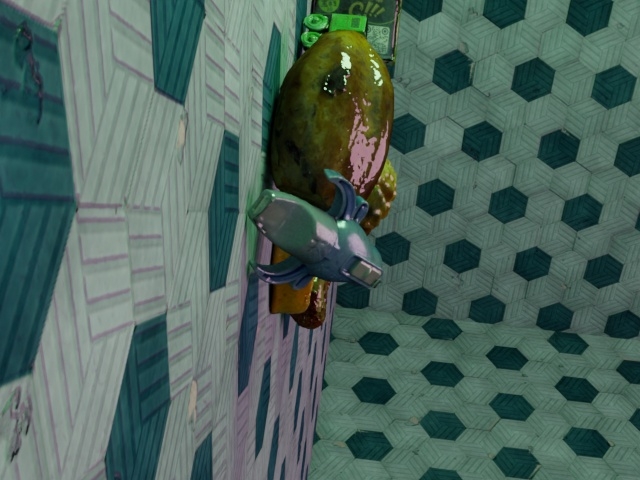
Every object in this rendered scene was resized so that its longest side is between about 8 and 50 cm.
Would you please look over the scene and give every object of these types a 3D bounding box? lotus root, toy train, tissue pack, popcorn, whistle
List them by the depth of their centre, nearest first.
[{"bbox_3d":[0.000,0.000,1.241,0.180,0.269,0.093,-49,-136,8],"label":"whistle"},{"bbox_3d":[0.010,-0.181,1.336,0.193,0.193,0.290,81,23,-77],"label":"lotus root"},{"bbox_3d":[0.015,-0.300,1.533,0.085,0.119,0.251,93,3,-51],"label":"toy train"},{"bbox_3d":[0.072,-0.464,1.719,0.073,0.174,0.235,-120,-145,-85],"label":"tissue pack"},{"bbox_3d":[0.046,-0.098,1.773,0.169,0.189,0.218,-107,-147,-44],"label":"popcorn"}]

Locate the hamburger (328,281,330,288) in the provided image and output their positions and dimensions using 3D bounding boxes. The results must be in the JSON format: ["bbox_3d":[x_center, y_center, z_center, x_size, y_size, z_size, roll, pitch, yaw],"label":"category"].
[{"bbox_3d":[-0.015,0.062,1.950,0.126,0.082,0.141,-67,162,-78],"label":"hamburger"}]

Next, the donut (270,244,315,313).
[{"bbox_3d":[-0.041,0.044,1.561,0.174,0.075,0.190,-76,172,-67],"label":"donut"}]

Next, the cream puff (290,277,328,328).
[{"bbox_3d":[-0.029,0.103,1.782,0.149,0.085,0.148,2,90,-87],"label":"cream puff"}]
